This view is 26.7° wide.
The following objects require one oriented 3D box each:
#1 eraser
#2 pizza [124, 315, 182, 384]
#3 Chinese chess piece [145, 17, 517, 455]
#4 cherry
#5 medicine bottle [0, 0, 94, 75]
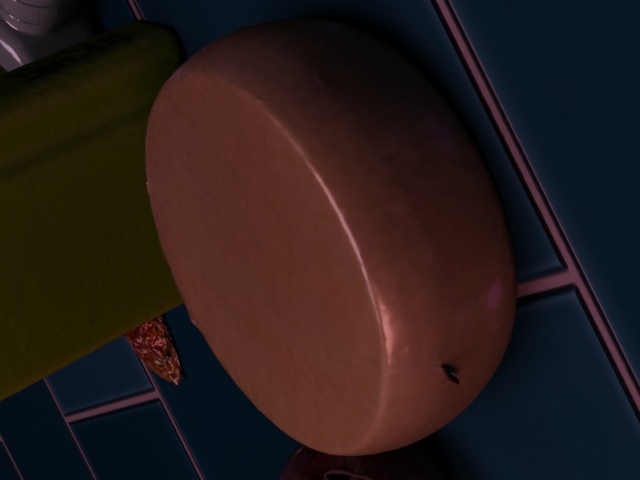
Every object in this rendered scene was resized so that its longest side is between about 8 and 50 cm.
[{"bbox_3d":[-0.209,-0.013,0.961,0.092,0.274,0.210,24,133,51],"label":"eraser"},{"bbox_3d":[-0.171,0.081,1.236,0.099,0.029,0.100,15,126,55],"label":"pizza"},{"bbox_3d":[0.000,0.000,0.812,0.273,0.102,0.273,39,143,38],"label":"Chinese chess piece"},{"bbox_3d":[0.054,0.196,0.884,0.188,0.115,0.148,12,112,45],"label":"cherry"},{"bbox_3d":[-0.238,-0.151,1.092,0.121,0.083,0.229,53,151,14],"label":"medicine bottle"}]
